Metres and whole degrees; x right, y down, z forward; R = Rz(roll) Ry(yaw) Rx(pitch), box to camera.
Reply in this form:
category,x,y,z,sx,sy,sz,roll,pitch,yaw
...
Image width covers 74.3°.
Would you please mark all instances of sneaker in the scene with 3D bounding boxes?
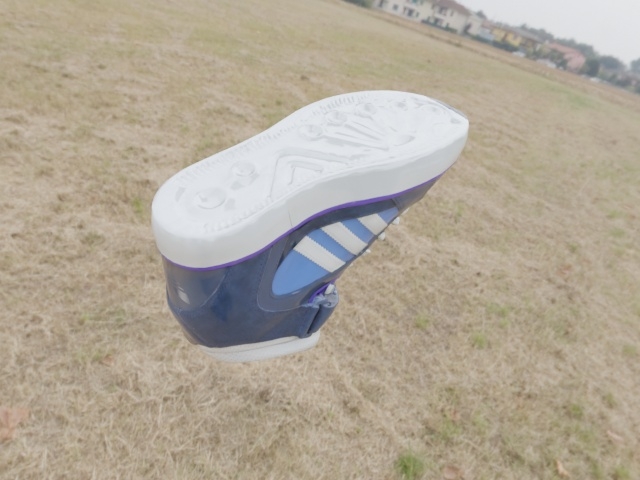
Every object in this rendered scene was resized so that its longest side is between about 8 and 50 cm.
category,x,y,z,sx,sy,sz,roll,pitch,yaw
sneaker,0.000,0.000,0.440,0.322,0.236,0.130,-28,53,-25
